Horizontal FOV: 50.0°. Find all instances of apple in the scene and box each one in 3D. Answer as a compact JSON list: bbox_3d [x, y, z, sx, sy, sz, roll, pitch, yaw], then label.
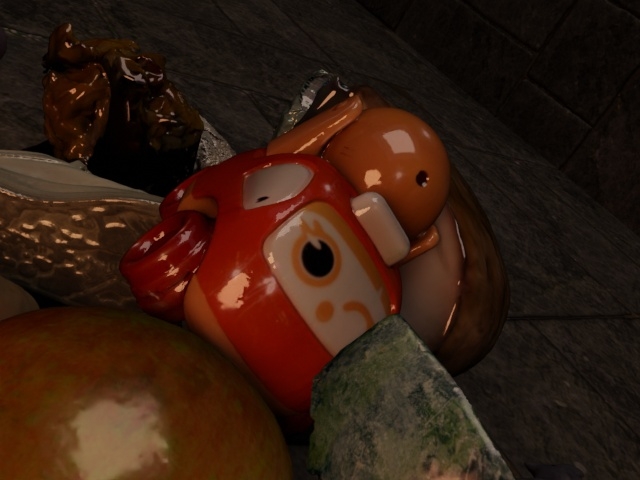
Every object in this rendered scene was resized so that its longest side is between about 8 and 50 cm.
[{"bbox_3d":[-0.142,0.168,0.402,0.246,0.246,0.226,27,47,-8],"label":"apple"}]

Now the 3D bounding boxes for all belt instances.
[{"bbox_3d":[0.002,-0.152,1.074,0.150,0.207,0.257,27,19,-2],"label":"belt"}]

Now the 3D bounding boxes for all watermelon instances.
[{"bbox_3d":[0.068,0.216,0.477,0.318,0.148,0.226,63,-3,-1],"label":"watermelon"}]

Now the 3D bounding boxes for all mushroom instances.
[{"bbox_3d":[0.141,0.035,0.826,0.397,0.224,0.313,27,20,-50],"label":"mushroom"}]

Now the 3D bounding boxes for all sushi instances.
[{"bbox_3d":[-0.239,-0.137,0.803,0.200,0.203,0.213,24,22,-5],"label":"sushi"}]

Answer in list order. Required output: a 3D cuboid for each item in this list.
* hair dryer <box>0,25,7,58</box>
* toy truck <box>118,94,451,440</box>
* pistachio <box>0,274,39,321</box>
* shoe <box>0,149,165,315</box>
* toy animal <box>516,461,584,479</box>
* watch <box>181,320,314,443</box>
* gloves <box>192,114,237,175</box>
[{"bbox_3d":[-0.611,-0.305,0.841,0.361,0.121,0.301,28,18,5],"label":"hair dryer"},{"bbox_3d":[0.000,0.000,0.550,0.189,0.239,0.264,56,15,-22],"label":"toy truck"},{"bbox_3d":[-0.285,0.079,0.493,0.124,0.124,0.185,34,43,7],"label":"pistachio"},{"bbox_3d":[-0.250,-0.023,0.681,0.317,0.124,0.159,14,16,-16],"label":"shoe"},{"bbox_3d":[0.171,0.294,0.617,0.206,0.081,0.367,28,31,-2],"label":"toy animal"},{"bbox_3d":[-0.047,0.114,0.723,0.193,0.068,0.206,14,34,-36],"label":"watch"},{"bbox_3d":[-0.190,-0.140,1.003,0.153,0.070,0.114,44,29,21],"label":"gloves"}]
